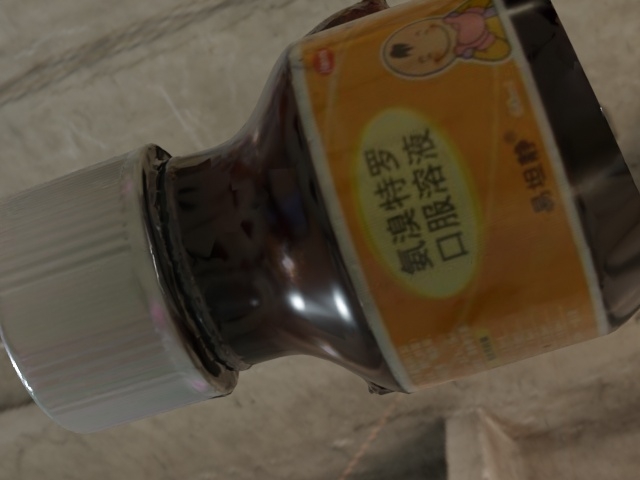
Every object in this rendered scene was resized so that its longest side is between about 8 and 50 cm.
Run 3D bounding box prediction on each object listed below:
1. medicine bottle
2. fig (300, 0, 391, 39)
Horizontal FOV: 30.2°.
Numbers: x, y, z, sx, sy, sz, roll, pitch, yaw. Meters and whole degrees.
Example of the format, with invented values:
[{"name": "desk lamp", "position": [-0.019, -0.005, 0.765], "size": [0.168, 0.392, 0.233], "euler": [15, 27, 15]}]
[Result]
[{"name": "medicine bottle", "position": [0.000, 0.000, 0.754], "size": [0.395, 0.242, 0.242], "euler": [-23, -140, 9]}, {"name": "fig", "position": [0.049, -0.178, 1.234], "size": [0.202, 0.149, 0.148], "euler": [-48, -167, 18]}]
